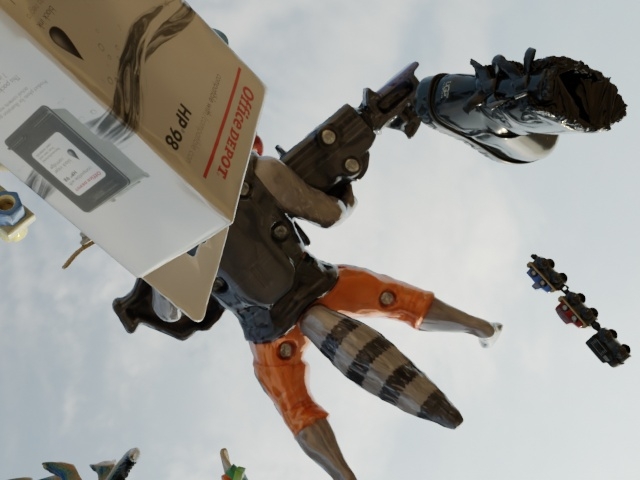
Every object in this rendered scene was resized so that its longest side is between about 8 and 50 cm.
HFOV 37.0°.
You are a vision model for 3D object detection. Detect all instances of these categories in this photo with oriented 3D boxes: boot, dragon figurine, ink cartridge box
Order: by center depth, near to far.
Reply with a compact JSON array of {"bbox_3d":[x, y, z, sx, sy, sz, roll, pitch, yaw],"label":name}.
[{"bbox_3d":[-0.084,-0.061,0.409,0.180,0.060,0.104,44,-147,-27],"label":"ink cartridge box"},{"bbox_3d":[0.123,-0.071,0.532,0.121,0.099,0.045,12,-96,-38],"label":"boot"},{"bbox_3d":[-0.246,0.295,0.947,0.085,0.289,0.144,14,-122,-51],"label":"dragon figurine"}]

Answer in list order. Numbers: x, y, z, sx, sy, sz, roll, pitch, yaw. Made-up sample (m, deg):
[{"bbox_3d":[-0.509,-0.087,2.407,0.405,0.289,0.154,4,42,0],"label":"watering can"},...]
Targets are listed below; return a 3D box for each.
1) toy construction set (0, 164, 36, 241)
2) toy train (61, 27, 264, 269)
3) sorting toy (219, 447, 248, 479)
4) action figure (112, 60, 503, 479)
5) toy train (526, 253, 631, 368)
[{"bbox_3d":[-0.412,-0.143,0.965,0.327,0.151,0.215,22,-123,-8],"label":"toy construction set"},{"bbox_3d":[-0.166,-0.091,0.919,0.248,0.105,0.143,-43,-34,-33],"label":"toy train"},{"bbox_3d":[-0.052,0.162,0.605,0.012,0.062,0.083,-20,-50,-17],"label":"sorting toy"},{"bbox_3d":[0.000,0.000,0.768,0.330,0.178,0.341,42,-90,0],"label":"action figure"},{"bbox_3d":[0.282,0.078,1.063,0.027,0.036,0.158,5,-137,-55],"label":"toy train"}]
